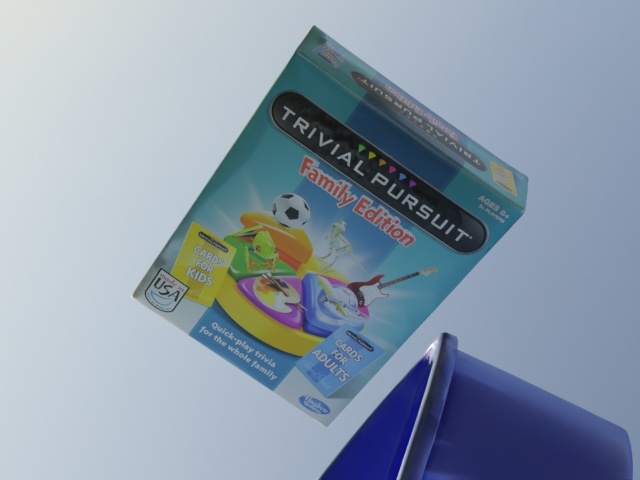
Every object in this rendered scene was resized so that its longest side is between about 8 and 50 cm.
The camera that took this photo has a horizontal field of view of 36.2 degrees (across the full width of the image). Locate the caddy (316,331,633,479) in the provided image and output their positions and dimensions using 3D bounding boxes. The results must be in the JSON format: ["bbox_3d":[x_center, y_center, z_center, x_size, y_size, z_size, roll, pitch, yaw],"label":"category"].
[{"bbox_3d":[0.056,0.225,0.612,0.179,0.241,0.341,20,-119,5],"label":"caddy"}]

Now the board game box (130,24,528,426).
[{"bbox_3d":[0.000,0.000,0.978,0.336,0.254,0.079,-52,-173,31],"label":"board game box"}]
